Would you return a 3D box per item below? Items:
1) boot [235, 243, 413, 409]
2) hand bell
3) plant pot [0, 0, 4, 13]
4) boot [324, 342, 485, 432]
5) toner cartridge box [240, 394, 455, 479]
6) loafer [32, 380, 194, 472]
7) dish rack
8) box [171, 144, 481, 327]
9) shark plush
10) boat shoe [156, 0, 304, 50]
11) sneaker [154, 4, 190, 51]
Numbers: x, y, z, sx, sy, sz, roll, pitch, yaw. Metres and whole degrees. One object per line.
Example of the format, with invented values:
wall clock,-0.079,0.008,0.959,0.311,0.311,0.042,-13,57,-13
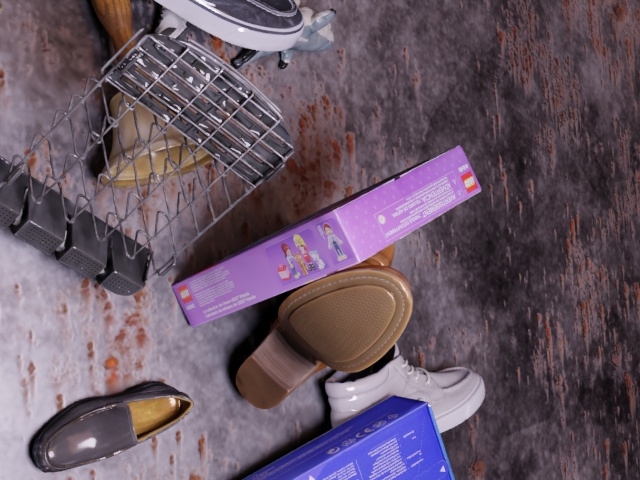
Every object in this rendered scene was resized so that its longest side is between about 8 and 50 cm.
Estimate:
boot,0.041,0.065,1.105,0.109,0.283,0.220,44,45,3
hand bell,-0.200,-0.188,1.047,0.126,0.126,0.242,-9,78,-44
plant pot,-0.412,-0.183,0.743,0.284,0.284,0.191,32,98,-36
boot,0.113,0.183,1.271,0.258,0.095,0.123,-22,106,-42
toner cartridge box,-0.006,0.320,1.104,0.348,0.075,0.165,-23,102,-29
loafer,-0.204,0.183,0.997,0.170,0.061,0.062,-24,102,-42
dish rack,-0.170,-0.073,0.930,0.208,0.271,0.074,35,25,-35
box,0.000,0.000,1.056,0.201,0.293,0.057,-28,93,-41
shark plush,-0.038,-0.240,1.223,0.161,0.073,0.067,-45,144,-43
boat shoe,-0.128,-0.306,1.072,0.301,0.102,0.108,25,40,-28
sneaker,-0.168,-0.247,1.114,0.044,0.040,0.109,43,51,-16
